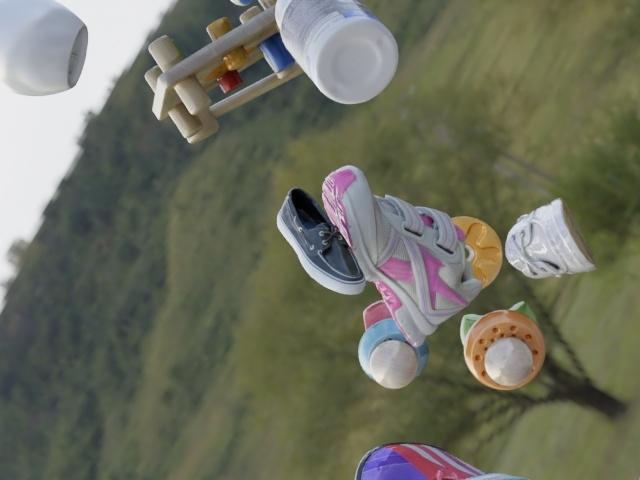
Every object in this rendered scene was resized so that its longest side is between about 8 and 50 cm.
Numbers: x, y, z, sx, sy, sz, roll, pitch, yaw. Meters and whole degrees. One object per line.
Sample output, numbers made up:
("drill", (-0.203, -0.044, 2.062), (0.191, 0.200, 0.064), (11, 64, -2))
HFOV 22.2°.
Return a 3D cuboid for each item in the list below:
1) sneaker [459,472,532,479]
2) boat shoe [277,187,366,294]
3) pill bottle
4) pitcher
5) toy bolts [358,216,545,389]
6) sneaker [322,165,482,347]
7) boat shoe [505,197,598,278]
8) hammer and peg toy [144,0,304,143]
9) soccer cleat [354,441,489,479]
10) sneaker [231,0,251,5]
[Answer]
("sneaker", (0.136, 0.292, 1.671), (0.228, 0.087, 0.092), (-17, 5, -27))
("boat shoe", (0.000, 0.000, 1.597), (0.049, 0.142, 0.040), (-10, -51, -32))
("pill bottle", (0.010, -0.179, 1.417), (0.078, 0.078, 0.137), (-64, 29, 18))
("pitcher", (-0.396, -0.252, 2.045), (0.178, 0.207, 0.126), (-18, -58, -84))
("toy bolts", (0.151, 0.099, 2.023), (0.158, 0.228, 0.218), (-82, -26, -77))
("sneaker", (0.087, -0.001, 1.692), (0.111, 0.103, 0.252), (-32, -44, 5))
("boat shoe", (0.279, 0.009, 2.031), (0.096, 0.098, 0.277), (-25, -1, 5))
("hammer and peg toy", (-0.147, -0.279, 2.562), (0.266, 0.127, 0.361), (-33, -2, -10))
("soccer cleat", (0.185, 0.308, 1.866), (0.116, 0.318, 0.109), (-6, 62, 58))
("sneaker", (-0.051, -0.312, 1.674), (0.058, 0.084, 0.152), (-19, -59, -60))
